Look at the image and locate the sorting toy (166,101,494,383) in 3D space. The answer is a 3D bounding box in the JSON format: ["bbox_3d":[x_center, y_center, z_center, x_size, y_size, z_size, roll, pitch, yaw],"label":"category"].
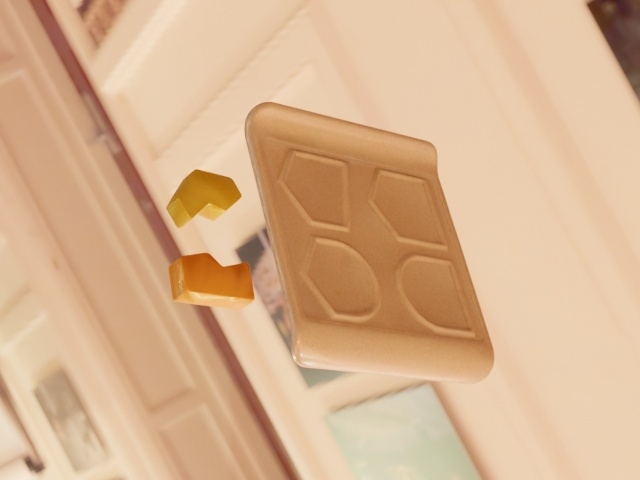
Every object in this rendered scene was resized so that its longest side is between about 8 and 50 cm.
[{"bbox_3d":[0.000,0.000,1.107,0.307,0.229,0.041,10,147,-37],"label":"sorting toy"}]
